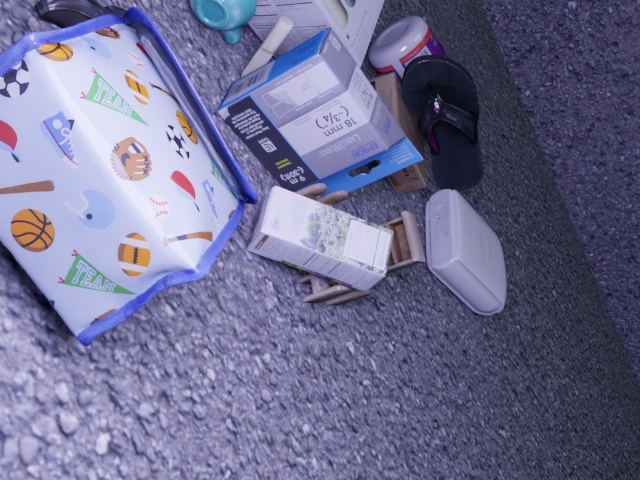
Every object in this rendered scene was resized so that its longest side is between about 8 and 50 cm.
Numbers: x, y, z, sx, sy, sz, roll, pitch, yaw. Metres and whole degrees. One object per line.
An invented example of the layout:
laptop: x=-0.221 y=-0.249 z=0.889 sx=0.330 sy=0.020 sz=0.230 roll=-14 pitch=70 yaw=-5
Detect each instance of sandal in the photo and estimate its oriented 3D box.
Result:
sandal: x=0.322 y=-0.265 z=1.815 sx=0.446 sy=0.167 sz=0.107 roll=59 pitch=23 yaw=-45

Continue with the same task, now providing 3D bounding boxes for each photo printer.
photo printer: x=0.401 y=0.042 z=1.988 sx=0.307 sy=0.107 sz=0.256 roll=41 pitch=41 yaw=-37

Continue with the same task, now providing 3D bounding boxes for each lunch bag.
lunch bag: x=-0.256 y=-0.115 z=0.971 sx=0.328 sy=0.239 sz=0.385 roll=59 pitch=16 yaw=-14

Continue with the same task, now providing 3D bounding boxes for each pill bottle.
pill bottle: x=0.284 y=-0.443 z=2.039 sx=0.323 sy=0.181 sz=0.181 roll=48 pitch=36 yaw=-30

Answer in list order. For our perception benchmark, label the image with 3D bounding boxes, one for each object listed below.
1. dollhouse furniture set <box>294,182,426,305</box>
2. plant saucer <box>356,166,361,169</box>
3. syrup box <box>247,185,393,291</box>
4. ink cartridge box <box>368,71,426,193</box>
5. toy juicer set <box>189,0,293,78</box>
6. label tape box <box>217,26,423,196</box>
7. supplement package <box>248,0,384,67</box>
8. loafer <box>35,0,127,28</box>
dollhouse furniture set: x=0.072 y=0.005 z=1.453 sx=0.242 sy=0.161 sz=0.212 roll=12 pitch=62 yaw=-54
plant saucer: x=0.054 y=-0.283 z=1.726 sx=0.241 sy=0.037 sz=0.241 roll=34 pitch=46 yaw=-43
syrup box: x=0.000 y=0.000 z=1.302 sx=0.237 sy=0.096 sz=0.093 roll=20 pitch=63 yaw=-13
ink cartridge box: x=0.184 y=-0.260 z=1.816 sx=0.235 sy=0.088 sz=0.193 roll=51 pitch=32 yaw=-50
toy juicer set: x=-0.157 y=-0.452 z=1.342 sx=0.329 sy=0.209 sz=0.089 roll=46 pitch=46 yaw=-30
label tape box: x=0.008 y=-0.198 z=1.404 sx=0.334 sy=0.240 sz=0.106 roll=49 pitch=36 yaw=-29
supplement package: x=-0.025 y=-0.504 z=1.487 sx=0.262 sy=0.198 sz=0.199 roll=44 pitch=60 yaw=-53
loafer: x=-0.349 y=-0.327 z=1.113 sx=0.170 sy=0.062 sz=0.061 roll=-7 pitch=82 yaw=-57
